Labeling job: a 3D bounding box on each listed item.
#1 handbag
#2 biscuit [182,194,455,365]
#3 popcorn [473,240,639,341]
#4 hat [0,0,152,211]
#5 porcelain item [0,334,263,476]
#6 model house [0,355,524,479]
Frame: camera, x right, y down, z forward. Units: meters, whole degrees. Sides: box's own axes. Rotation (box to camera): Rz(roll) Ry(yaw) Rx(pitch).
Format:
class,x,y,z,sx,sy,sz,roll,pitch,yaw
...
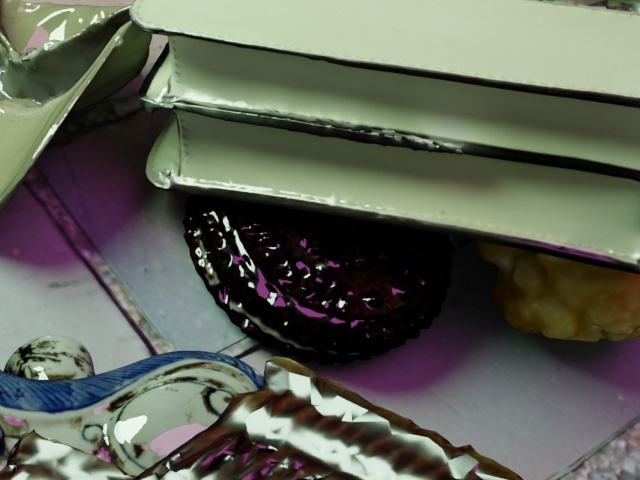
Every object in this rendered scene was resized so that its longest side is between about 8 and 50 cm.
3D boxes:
class,x,y,z,sx,sy,sz,roll,pitch,yaw
handbag,0.080,-0.135,0.944,0.358,0.160,0.237,10,42,11
biscuit,0.000,0.000,0.989,0.194,0.053,0.195,12,51,-16
popcorn,0.188,-0.010,1.025,0.180,0.170,0.180,13,65,-30
hat,-0.193,-0.088,0.959,0.166,0.173,0.144,15,1,27
porcelain item,-0.150,0.116,0.793,0.288,0.138,0.186,4,33,-19
model house,-0.035,0.196,0.656,0.317,0.283,0.297,19,1,31
